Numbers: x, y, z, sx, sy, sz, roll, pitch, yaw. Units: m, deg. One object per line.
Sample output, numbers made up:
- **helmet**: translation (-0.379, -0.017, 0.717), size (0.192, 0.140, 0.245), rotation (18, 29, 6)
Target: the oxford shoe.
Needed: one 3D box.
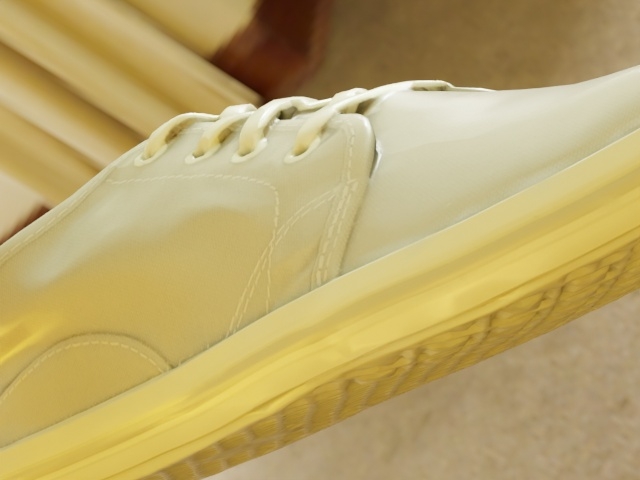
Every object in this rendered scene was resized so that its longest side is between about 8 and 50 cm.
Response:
- **oxford shoe**: translation (0.000, 0.000, 0.736), size (0.449, 0.169, 0.130), rotation (-24, 78, 38)
